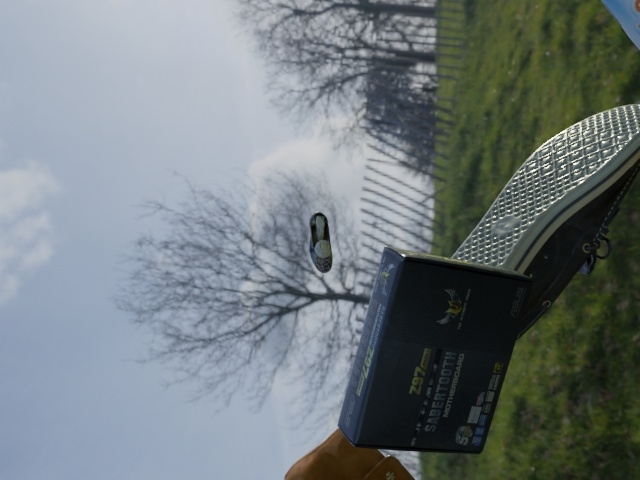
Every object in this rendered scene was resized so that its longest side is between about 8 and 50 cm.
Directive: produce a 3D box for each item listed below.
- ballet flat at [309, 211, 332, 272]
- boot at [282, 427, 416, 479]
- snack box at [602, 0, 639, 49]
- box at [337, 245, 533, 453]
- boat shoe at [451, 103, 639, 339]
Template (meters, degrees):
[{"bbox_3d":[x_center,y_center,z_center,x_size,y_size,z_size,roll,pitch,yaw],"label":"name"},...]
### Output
[{"bbox_3d":[0.000,0.000,1.289,0.041,0.041,0.114,59,-159,-64],"label":"ballet flat"},{"bbox_3d":[0.066,0.410,0.985,0.211,0.295,0.104,-38,-9,-19],"label":"boot"},{"bbox_3d":[0.308,-0.187,0.511,0.060,0.322,0.187,-20,-19,-29],"label":"snack box"},{"bbox_3d":[0.136,0.135,0.877,0.059,0.183,0.232,-147,70,-66],"label":"box"},{"bbox_3d":[0.395,-0.026,1.235,0.500,0.187,0.156,-49,-63,-6],"label":"boat shoe"}]
